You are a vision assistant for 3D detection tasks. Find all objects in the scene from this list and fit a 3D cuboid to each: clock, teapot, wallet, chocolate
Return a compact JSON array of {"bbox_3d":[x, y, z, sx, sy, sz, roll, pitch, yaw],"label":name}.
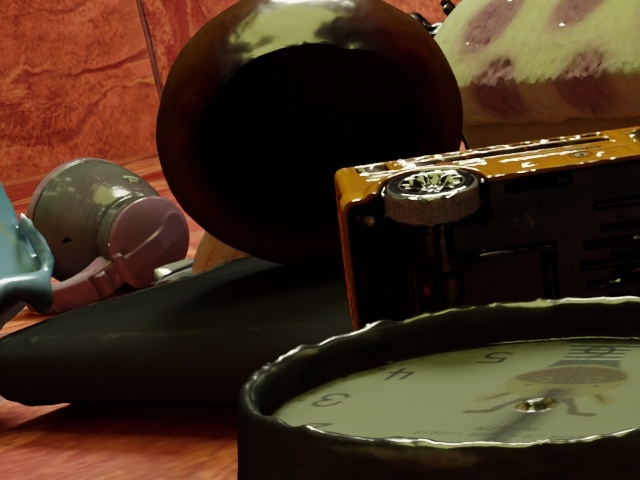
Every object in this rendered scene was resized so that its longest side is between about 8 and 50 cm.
[{"bbox_3d":[0.064,0.052,0.465,0.184,0.040,0.184,-7,8,1],"label":"clock"},{"bbox_3d":[-0.190,-0.005,1.357,0.148,0.116,0.146,-13,17,-35],"label":"teapot"},{"bbox_3d":[0.023,0.044,0.844,0.406,0.062,0.228,-6,11,46],"label":"wallet"},{"bbox_3d":[-0.007,-0.065,0.871,0.177,0.177,0.177,-12,8,2],"label":"chocolate"}]

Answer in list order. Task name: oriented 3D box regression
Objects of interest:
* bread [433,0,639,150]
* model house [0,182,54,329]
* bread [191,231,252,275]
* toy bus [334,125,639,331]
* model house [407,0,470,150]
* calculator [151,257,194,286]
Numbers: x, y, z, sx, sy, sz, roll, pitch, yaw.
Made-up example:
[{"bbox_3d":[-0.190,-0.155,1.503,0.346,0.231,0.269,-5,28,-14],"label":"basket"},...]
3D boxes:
[{"bbox_3d":[0.230,-0.098,1.020,0.155,0.187,0.338,-50,22,-15],"label":"bread"},{"bbox_3d":[-0.351,0.038,0.983,0.237,0.215,0.303,-21,-12,-46],"label":"model house"},{"bbox_3d":[0.004,-0.015,1.120,0.178,0.060,0.139,-18,-28,-31],"label":"bread"},{"bbox_3d":[0.104,-0.002,0.607,0.194,0.083,0.088,-8,19,-3],"label":"toy bus"},{"bbox_3d":[0.185,-0.122,1.281,0.164,0.203,0.141,-30,43,14],"label":"model house"},{"bbox_3d":[0.000,0.001,1.315,0.166,0.028,0.274,-9,6,45],"label":"calculator"}]
